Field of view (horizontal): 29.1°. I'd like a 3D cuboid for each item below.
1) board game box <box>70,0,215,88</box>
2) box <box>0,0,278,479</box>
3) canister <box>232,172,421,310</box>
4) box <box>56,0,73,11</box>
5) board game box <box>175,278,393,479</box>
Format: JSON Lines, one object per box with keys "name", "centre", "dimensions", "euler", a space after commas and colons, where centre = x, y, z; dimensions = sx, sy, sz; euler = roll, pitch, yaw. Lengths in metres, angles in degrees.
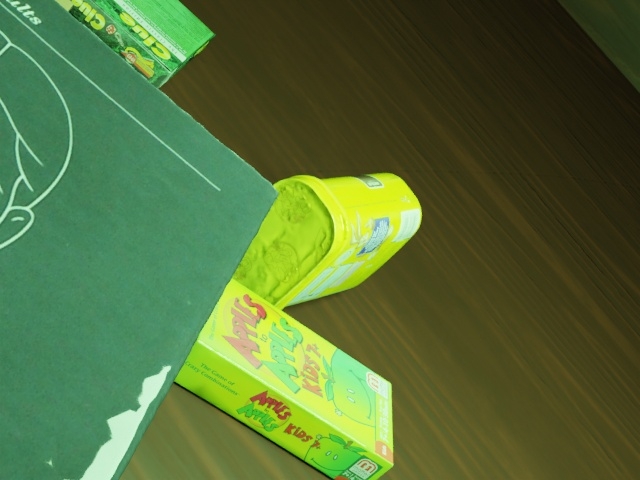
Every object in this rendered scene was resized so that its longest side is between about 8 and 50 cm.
{"name": "board game box", "centre": [-0.221, -0.256, 1.159], "dimensions": [0.259, 0.030, 0.136], "euler": [43, 25, -6]}
{"name": "box", "centre": [-0.235, 0.037, 0.505], "dimensions": [0.293, 0.212, 0.395], "euler": [41, 33, -10]}
{"name": "canister", "centre": [0.000, 0.000, 1.016], "dimensions": [0.073, 0.126, 0.170], "euler": [53, 26, 14]}
{"name": "box", "centre": [-0.307, -0.223, 0.999], "dimensions": [0.201, 0.021, 0.164], "euler": [38, 28, -14]}
{"name": "board game box", "centre": [-0.027, 0.104, 0.923], "dimensions": [0.181, 0.043, 0.092], "euler": [35, 29, -20]}
